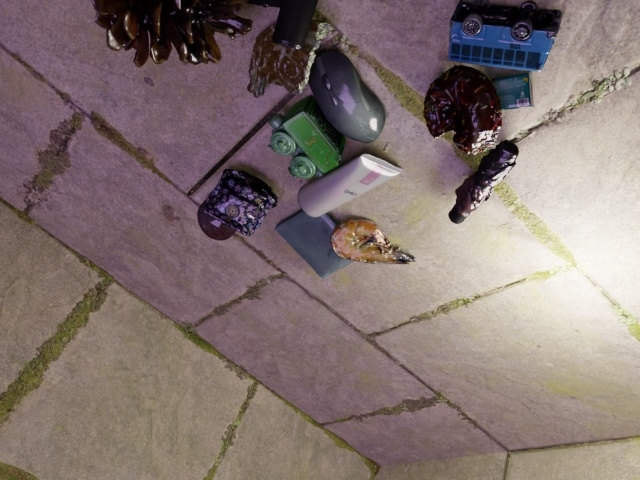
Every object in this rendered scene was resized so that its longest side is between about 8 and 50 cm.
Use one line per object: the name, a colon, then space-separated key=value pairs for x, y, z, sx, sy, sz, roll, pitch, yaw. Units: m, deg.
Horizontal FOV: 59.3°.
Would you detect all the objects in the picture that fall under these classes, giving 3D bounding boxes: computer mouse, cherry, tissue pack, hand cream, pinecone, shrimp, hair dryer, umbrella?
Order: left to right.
pinecone: x=-0.349 y=-0.594 z=1.399 sx=0.385 sy=0.384 sz=0.384 roll=15 pitch=140 yaw=13
cherry: x=-0.393 y=-0.081 z=2.150 sx=0.176 sy=0.140 sz=0.176 roll=5 pitch=113 yaw=11
hair dryer: x=-0.114 y=-0.609 z=1.438 sx=0.251 sy=0.089 sz=0.197 roll=27 pitch=108 yaw=33
computer mouse: x=0.045 y=-0.420 z=1.586 sx=0.167 sy=0.090 sz=0.379 roll=-19 pitch=121 yaw=40
hand cream: x=0.077 y=-0.181 z=1.811 sx=0.186 sy=0.118 sz=0.359 roll=17 pitch=152 yaw=-40
shrimp: x=0.192 y=0.009 z=1.994 sx=0.317 sy=0.062 sz=0.164 roll=12 pitch=118 yaw=-2
umbrella: x=0.467 y=-0.164 z=1.642 sx=0.090 sy=0.094 sz=0.326 roll=-9 pitch=150 yaw=-28
tissue pack: x=0.478 y=-0.373 z=1.418 sx=0.111 sy=0.079 sz=0.085 roll=-1 pitch=102 yaw=30

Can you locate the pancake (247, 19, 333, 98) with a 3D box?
pancake: x=-0.091 y=-0.501 z=1.560 sx=0.377 sy=0.054 sz=0.197 roll=-14 pitch=102 yaw=49

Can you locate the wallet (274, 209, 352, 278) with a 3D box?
wallet: x=0.001 y=-0.001 z=2.104 sx=0.251 sy=0.054 sz=0.290 roll=-29 pitch=112 yaw=41

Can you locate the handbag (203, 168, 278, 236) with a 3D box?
handbag: x=-0.281 y=-0.141 z=2.005 sx=0.229 sy=0.127 sz=0.207 roll=33 pitch=111 yaw=-4

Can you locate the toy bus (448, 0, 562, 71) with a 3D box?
toy bus: x=0.423 y=-0.473 z=1.302 sx=0.234 sy=0.116 sz=0.133 roll=14 pitch=140 yaw=18

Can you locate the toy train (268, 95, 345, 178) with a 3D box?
toy train: x=-0.038 y=-0.309 z=1.728 sx=0.188 sy=0.132 sz=0.243 roll=-23 pitch=121 yaw=34

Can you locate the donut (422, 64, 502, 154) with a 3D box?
donut: x=0.355 y=-0.330 z=1.432 sx=0.230 sy=0.096 sz=0.216 roll=52 pitch=154 yaw=31
